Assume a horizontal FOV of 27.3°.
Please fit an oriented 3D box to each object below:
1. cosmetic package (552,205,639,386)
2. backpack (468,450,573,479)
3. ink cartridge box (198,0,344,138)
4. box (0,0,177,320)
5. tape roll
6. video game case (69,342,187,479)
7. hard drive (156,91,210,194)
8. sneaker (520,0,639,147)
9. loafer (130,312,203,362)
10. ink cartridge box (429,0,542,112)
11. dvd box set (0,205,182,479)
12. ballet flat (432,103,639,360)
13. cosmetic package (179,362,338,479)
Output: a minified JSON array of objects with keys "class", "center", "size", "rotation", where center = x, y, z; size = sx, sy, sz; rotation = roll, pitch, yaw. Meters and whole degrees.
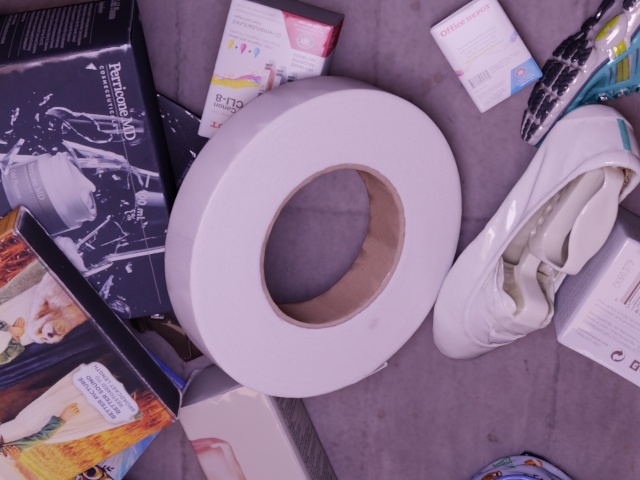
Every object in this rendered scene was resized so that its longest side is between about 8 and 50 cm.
[{"class":"cosmetic package","center":[0.383,0.068,1.600],"size":[0.151,0.183,0.151],"rotation":[30,106,-2]},{"class":"backpack","center":[0.250,0.421,1.715],"size":[0.276,0.213,0.263],"rotation":[37,96,-1]},{"class":"ink cartridge box","center":[-0.060,-0.202,1.605],"size":[0.128,0.127,0.176],"rotation":[17,108,1]},{"class":"box","center":[-0.335,-0.078,1.527],"size":[0.312,0.179,0.343],"rotation":[-10,120,-2]},{"class":"tape roll","center":[0.000,0.000,1.567],"size":[0.392,0.072,0.392],"rotation":[-16,119,-31]},{"class":"video game case","center":[-0.340,0.199,1.702],"size":[0.269,0.244,0.061],"rotation":[42,146,-6]},{"class":"hard drive","center":[-0.216,-0.103,1.689],"size":[0.255,0.054,0.172],"rotation":[30,107,-3]},{"class":"sneaker","center":[0.350,-0.207,1.573],"size":[0.110,0.107,0.275],"rotation":[37,109,-18]},{"class":"loafer","center":[-0.230,0.085,1.731],"size":[0.220,0.080,0.078],"rotation":[41,106,-6]},{"class":"ink cartridge box","center":[0.201,-0.232,1.605],"size":[0.088,0.052,0.122],"rotation":[-31,101,14]},{"class":"dvd box set","center":[-0.419,0.183,1.523],"size":[0.420,0.062,0.307],"rotation":[-29,115,14]},{"class":"ballet flat","center":[0.257,0.022,1.587],"size":[0.139,0.139,0.400],"rotation":[28,118,-2]},{"class":"cosmetic package","center":[-0.066,0.304,1.738],"size":[0.129,0.153,0.296],"rotation":[-21,101,11]}]
